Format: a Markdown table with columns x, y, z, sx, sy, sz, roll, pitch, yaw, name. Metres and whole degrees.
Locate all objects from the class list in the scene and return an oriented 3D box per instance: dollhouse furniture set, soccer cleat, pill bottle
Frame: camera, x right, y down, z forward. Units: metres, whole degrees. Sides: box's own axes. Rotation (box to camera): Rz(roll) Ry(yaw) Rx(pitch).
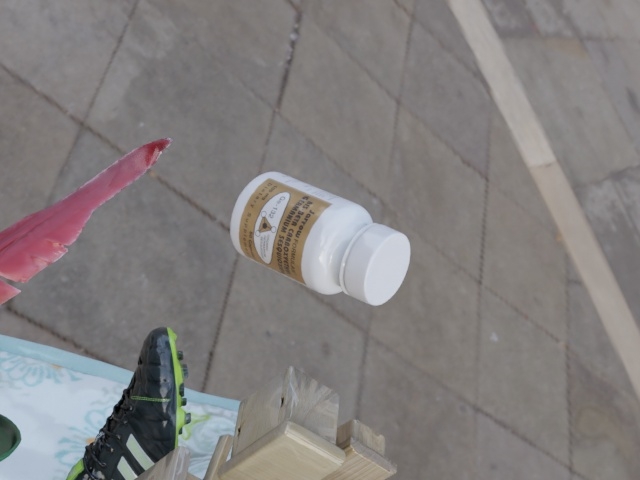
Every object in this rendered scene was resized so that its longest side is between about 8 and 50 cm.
| x | y | z | sx | sy | sz | roll | pitch | yaw | name |
| --- | --- | --- | --- | --- | --- | --- | --- | --- | --- |
| 0.003 | 0.180 | 0.517 | 0.182 | 0.161 | 0.101 | 34 | 37 | -23 | dollhouse furniture set |
| -0.128 | 0.142 | 0.636 | 0.072 | 0.060 | 0.178 | 7 | 101 | -16 | soccer cleat |
| 0.000 | 0.000 | 1.317 | 0.131 | 0.229 | 0.131 | -32 | 134 | -41 | pill bottle |

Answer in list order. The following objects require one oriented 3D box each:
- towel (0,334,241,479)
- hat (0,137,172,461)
| x | y | z | sx | sy | sz | roll | pitch | yaw | name |
| --- | --- | --- | --- | --- | --- | --- | --- | --- | --- |
| -0.238 | 0.221 | 0.849 | 0.375 | 0.090 | 0.320 | 12 | 27 | 7 | towel |
| -0.225 | 0.013 | 0.508 | 0.208 | 0.173 | 0.183 | 5 | 96 | -55 | hat |
